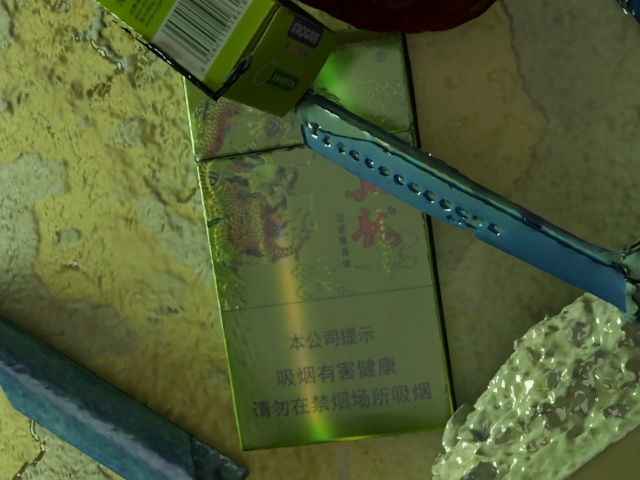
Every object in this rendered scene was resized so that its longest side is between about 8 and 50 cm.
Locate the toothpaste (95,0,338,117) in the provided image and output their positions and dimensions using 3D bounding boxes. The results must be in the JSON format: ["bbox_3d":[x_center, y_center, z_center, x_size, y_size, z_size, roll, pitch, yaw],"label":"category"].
[{"bbox_3d":[-0.140,-0.207,0.955,0.327,0.110,0.077,39,103,21],"label":"toothpaste"}]

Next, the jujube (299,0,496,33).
[{"bbox_3d":[0.047,-0.265,0.918,0.212,0.213,0.232,5,80,8],"label":"jujube"}]

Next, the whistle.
[{"bbox_3d":[-0.199,0.127,1.071,0.304,0.062,0.062,32,100,4],"label":"whistle"}]

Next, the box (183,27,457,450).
[{"bbox_3d":[0.000,0.000,1.035,0.172,0.043,0.311,-7,95,9],"label":"box"}]

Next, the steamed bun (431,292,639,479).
[{"bbox_3d":[0.180,0.121,0.950,0.225,0.200,0.170,-31,46,-1],"label":"steamed bun"}]

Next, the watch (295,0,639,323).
[{"bbox_3d":[0.154,-0.057,0.900,0.276,0.068,0.275,-28,57,-3],"label":"watch"}]
